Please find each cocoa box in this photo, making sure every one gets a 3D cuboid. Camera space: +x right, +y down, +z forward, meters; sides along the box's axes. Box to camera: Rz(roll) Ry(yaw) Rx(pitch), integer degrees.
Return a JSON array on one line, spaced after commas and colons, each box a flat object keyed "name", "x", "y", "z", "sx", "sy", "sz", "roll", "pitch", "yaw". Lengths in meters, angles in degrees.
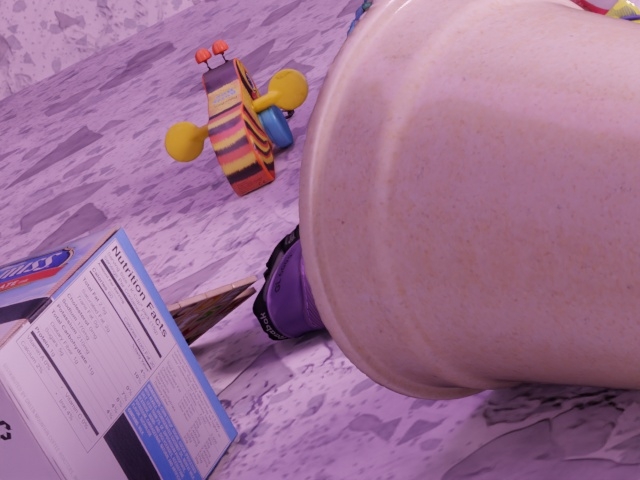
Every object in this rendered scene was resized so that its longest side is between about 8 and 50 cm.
[{"name": "cocoa box", "x": -0.294, "y": 0.171, "z": 1.500, "sx": 0.347, "sy": 0.231, "sz": 0.228, "roll": -17, "pitch": 20, "yaw": 30}]

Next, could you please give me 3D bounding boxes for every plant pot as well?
[{"name": "plant pot", "x": 0.209, "y": -0.023, "z": 1.219, "sx": 0.305, "sy": 0.333, "sz": 0.334, "roll": 11, "pitch": 42, "yaw": 47}]

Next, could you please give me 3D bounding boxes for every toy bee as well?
[{"name": "toy bee", "x": -0.122, "y": -0.173, "z": 2.309, "sx": 0.195, "sy": 0.162, "sz": 0.298, "roll": -33, "pitch": 18, "yaw": -9}]

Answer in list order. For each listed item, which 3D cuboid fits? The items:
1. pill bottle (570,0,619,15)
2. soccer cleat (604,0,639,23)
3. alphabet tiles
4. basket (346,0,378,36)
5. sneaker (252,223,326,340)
[{"name": "pill bottle", "x": 0.172, "y": -0.239, "z": 1.938, "sx": 0.318, "sy": 0.176, "sz": 0.176, "roll": -41, "pitch": 10, "yaw": 29}, {"name": "soccer cleat", "x": 0.254, "y": -0.148, "z": 1.564, "sx": 0.289, "sy": 0.121, "sz": 0.093, "roll": -19, "pitch": 11, "yaw": 4}, {"name": "alphabet tiles", "x": -0.169, "y": 0.101, "z": 1.686, "sx": 0.198, "sy": 0.009, "sz": 0.237, "roll": -39, "pitch": -12, "yaw": 35}, {"name": "basket", "x": 0.181, "y": -0.304, "z": 2.143, "sx": 0.289, "sy": 0.201, "sz": 0.254, "roll": -31, "pitch": 16, "yaw": 22}, {"name": "sneaker", "x": 0.000, "y": 0.000, "z": 1.751, "sx": 0.124, "sy": 0.107, "sz": 0.283, "roll": -27, "pitch": 17, "yaw": 25}]
